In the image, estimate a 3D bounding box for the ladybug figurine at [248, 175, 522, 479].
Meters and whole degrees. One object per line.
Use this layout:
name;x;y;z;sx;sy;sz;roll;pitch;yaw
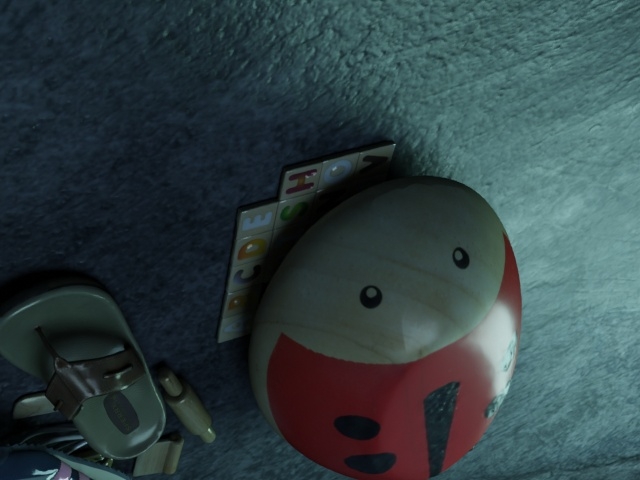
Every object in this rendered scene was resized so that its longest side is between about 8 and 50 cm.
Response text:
ladybug figurine;0.084;0.120;1.490;0.305;0.162;0.449;-26;147;-11

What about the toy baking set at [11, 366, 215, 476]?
toy baking set;-0.211;0.203;1.484;0.197;0.030;0.256;-28;147;-8

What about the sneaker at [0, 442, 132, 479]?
sneaker;-0.266;0.282;1.404;0.112;0.131;0.319;-33;152;19

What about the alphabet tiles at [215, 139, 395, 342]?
alphabet tiles;0.000;0.000;1.420;0.198;0.009;0.237;-16;144;-25

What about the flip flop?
flip flop;-0.211;0.131;1.332;0.112;0.080;0.277;-29;137;-5
